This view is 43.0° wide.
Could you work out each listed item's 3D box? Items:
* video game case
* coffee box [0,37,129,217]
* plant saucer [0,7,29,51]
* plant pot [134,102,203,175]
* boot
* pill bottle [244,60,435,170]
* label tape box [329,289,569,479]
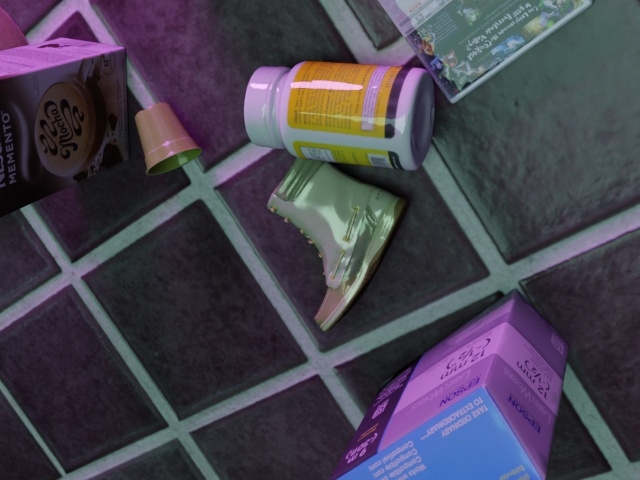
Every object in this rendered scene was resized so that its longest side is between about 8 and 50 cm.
[{"bbox_3d":[0.174,-0.277,0.910,0.190,0.022,0.173,-34,94,30],"label":"video game case"},{"bbox_3d":[-0.379,-0.151,1.042,0.119,0.297,0.168,12,115,19],"label":"coffee box"},{"bbox_3d":[-0.557,-0.230,1.234,0.310,0.050,0.311,8,113,20],"label":"plant saucer"},{"bbox_3d":[-0.214,-0.142,1.109,0.083,0.083,0.079,-27,85,30],"label":"plant pot"},{"bbox_3d":[0.000,0.000,1.068,0.165,0.077,0.213,31,114,9],"label":"boot"},{"bbox_3d":[0.023,-0.152,0.971,0.208,0.119,0.119,9,114,20],"label":"pill bottle"},{"bbox_3d":[0.142,0.229,0.940,0.115,0.347,0.249,49,121,-1],"label":"label tape box"}]
